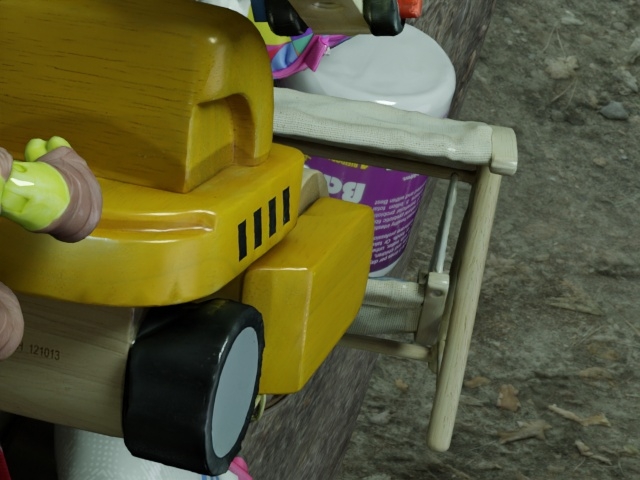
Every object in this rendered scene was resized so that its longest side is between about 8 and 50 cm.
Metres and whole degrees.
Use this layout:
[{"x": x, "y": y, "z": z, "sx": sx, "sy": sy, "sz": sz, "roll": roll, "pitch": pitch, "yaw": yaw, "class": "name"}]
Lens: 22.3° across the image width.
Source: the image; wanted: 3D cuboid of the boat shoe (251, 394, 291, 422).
[{"x": -0.090, "y": 0.139, "z": 1.676, "sx": 0.324, "sy": 0.097, "sz": 0.116, "roll": 19, "pitch": 94, "yaw": -81, "class": "boat shoe"}]

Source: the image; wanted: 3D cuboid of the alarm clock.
[{"x": -0.191, "y": 0.148, "z": 1.205, "sx": 0.192, "sy": 0.064, "sz": 0.129, "roll": -62, "pitch": 170, "yaw": -20, "class": "alarm clock"}]

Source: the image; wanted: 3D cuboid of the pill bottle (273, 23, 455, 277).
[{"x": 0.017, "y": -0.060, "z": 1.601, "sx": 0.169, "sy": 0.169, "sz": 0.301, "roll": -57, "pitch": 166, "yaw": -51, "class": "pill bottle"}]

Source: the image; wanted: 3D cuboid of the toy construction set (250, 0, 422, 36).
[{"x": -0.008, "y": -0.220, "z": 0.839, "sx": 0.328, "sy": 0.151, "sz": 0.215, "roll": 15, "pitch": 76, "yaw": -64, "class": "toy construction set"}]

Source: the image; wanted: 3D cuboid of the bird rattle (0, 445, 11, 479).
[{"x": -0.219, "y": 0.250, "z": 0.946, "sx": 0.207, "sy": 0.143, "sz": 0.253, "roll": -37, "pitch": 125, "yaw": -10, "class": "bird rattle"}]

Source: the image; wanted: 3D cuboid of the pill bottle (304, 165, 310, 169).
[{"x": -0.069, "y": 0.016, "z": 1.461, "sx": 0.112, "sy": 0.112, "sz": 0.186, "roll": 74, "pitch": 39, "yaw": -76, "class": "pill bottle"}]

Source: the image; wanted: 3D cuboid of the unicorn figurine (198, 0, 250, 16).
[{"x": -0.073, "y": -0.166, "z": 1.149, "sx": 0.162, "sy": 0.060, "sz": 0.111, "roll": -12, "pitch": 123, "yaw": -79, "class": "unicorn figurine"}]

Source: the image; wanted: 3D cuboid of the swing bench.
[{"x": 0.000, "y": 0.000, "z": 1.252, "sx": 0.165, "sy": 0.253, "sz": 0.254, "roll": -81, "pitch": -179, "yaw": -68, "class": "swing bench"}]

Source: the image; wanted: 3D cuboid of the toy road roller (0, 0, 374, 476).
[{"x": -0.094, "y": -0.033, "z": 0.933, "sx": 0.329, "sy": 0.202, "sz": 0.240, "roll": -42, "pitch": 143, "yaw": -67, "class": "toy road roller"}]

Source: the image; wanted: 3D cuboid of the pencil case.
[{"x": -0.012, "y": -0.193, "z": 1.335, "sx": 0.236, "sy": 0.104, "sz": 0.104, "roll": -50, "pitch": 160, "yaw": -66, "class": "pencil case"}]

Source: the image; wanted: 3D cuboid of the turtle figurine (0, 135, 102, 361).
[{"x": -0.172, "y": -0.025, "z": 0.670, "sx": 0.217, "sy": 0.087, "sz": 0.269, "roll": 26, "pitch": 83, "yaw": -66, "class": "turtle figurine"}]

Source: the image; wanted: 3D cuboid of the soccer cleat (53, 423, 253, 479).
[{"x": -0.122, "y": 0.187, "z": 1.126, "sx": 0.331, "sy": 0.116, "sz": 0.143, "roll": 73, "pitch": 23, "yaw": -63, "class": "soccer cleat"}]

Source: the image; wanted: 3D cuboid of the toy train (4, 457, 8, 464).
[{"x": -0.251, "y": 0.211, "z": 1.081, "sx": 0.027, "sy": 0.036, "sz": 0.158, "roll": 92, "pitch": 22, "yaw": -66, "class": "toy train"}]
